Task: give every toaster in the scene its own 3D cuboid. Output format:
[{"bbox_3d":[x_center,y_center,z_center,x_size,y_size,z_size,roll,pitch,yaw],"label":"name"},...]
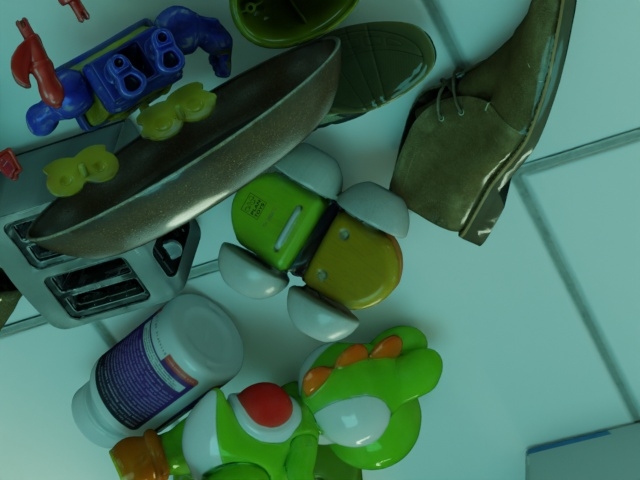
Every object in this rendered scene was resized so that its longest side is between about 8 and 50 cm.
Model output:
[{"bbox_3d":[-0.236,-0.015,1.561,0.185,0.110,0.168,-15,128,18],"label":"toaster"}]

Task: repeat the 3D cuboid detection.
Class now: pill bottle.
[{"bbox_3d":[-0.183,0.149,1.708,0.108,0.108,0.193,36,125,-25],"label":"pill bottle"}]

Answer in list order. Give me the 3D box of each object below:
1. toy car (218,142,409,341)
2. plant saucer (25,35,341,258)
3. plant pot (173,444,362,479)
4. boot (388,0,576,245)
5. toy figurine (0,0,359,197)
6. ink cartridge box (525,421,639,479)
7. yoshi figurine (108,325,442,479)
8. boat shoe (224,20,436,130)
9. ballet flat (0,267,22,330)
[{"bbox_3d":[0.000,0.000,1.541,0.182,0.136,0.159,31,98,10],"label":"toy car"},{"bbox_3d":[-0.105,-0.071,1.320,0.310,0.310,0.050,-26,106,25],"label":"plant saucer"},{"bbox_3d":[-0.065,0.389,1.852,0.227,0.207,0.228,0,133,4],"label":"plant pot"},{"bbox_3d":[0.148,-0.122,1.441,0.115,0.112,0.305,22,133,-1],"label":"boot"},{"bbox_3d":[-0.163,-0.189,1.392,0.362,0.217,0.191,-34,99,-13],"label":"toy figurine"},{"bbox_3d":[0.375,0.374,1.805,0.198,0.197,0.270,-16,129,18],"label":"ink cartridge box"},{"bbox_3d":[-0.028,0.226,1.687,0.362,0.203,0.203,-26,89,-10],"label":"yoshi figurine"},{"bbox_3d":[0.012,-0.147,1.446,0.223,0.073,0.080,-21,93,28],"label":"boat shoe"},{"bbox_3d":[-0.426,-0.021,1.585,0.124,0.116,0.342,-37,123,8],"label":"ballet flat"}]
